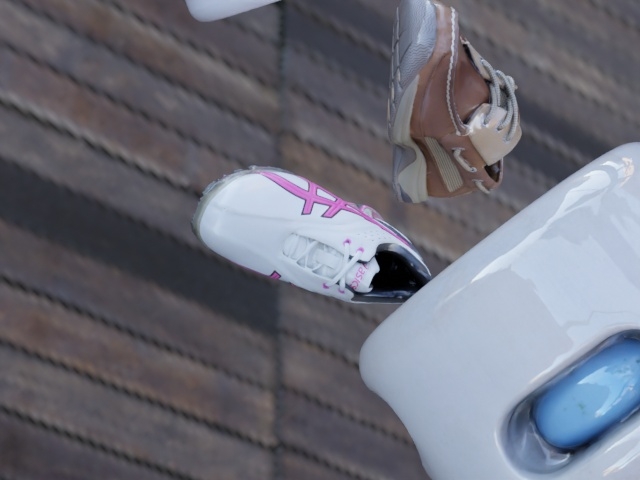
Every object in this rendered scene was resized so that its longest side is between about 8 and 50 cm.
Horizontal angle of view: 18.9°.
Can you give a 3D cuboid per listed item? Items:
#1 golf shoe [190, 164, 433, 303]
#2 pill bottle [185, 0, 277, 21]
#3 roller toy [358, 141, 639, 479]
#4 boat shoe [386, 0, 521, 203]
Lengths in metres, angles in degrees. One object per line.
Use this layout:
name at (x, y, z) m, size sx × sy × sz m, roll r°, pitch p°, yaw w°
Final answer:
golf shoe at (0.000, 0.000, 1.264) m, size 0.186 × 0.067 × 0.086 m, roll 13°, pitch 14°, yaw -42°
pill bottle at (-0.033, -0.193, 0.818) m, size 0.108 × 0.108 × 0.180 m, roll -31°, pitch 105°, yaw -52°
roller toy at (0.128, 0.060, 0.951) m, size 0.191 × 0.209 × 0.146 m, roll -33°, pitch 83°, yaw -33°
boat shoe at (0.120, -0.124, 1.697) m, size 0.116 × 0.324 × 0.123 m, roll 3°, pitch 74°, yaw 5°
